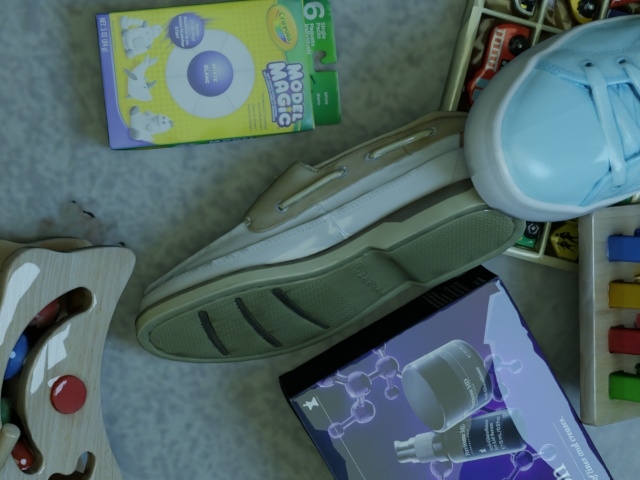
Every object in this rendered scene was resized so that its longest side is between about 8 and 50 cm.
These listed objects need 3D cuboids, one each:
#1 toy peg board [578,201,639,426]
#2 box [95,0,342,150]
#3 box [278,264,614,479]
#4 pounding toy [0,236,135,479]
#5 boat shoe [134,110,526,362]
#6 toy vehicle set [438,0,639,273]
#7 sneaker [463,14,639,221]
[{"bbox_3d":[0.273,0.052,1.356,0.161,0.079,0.160,-6,97,-44],"label":"toy peg board"},{"bbox_3d":[-0.074,-0.127,1.362,0.179,0.043,0.105,-7,96,-7],"label":"box"},{"bbox_3d":[0.112,0.177,1.381,0.184,0.103,0.261,-30,97,0],"label":"box"},{"bbox_3d":[-0.191,0.128,1.296,0.154,0.155,0.269,23,81,-37],"label":"pounding toy"},{"bbox_3d":[0.000,0.000,1.351,0.302,0.113,0.103,-20,56,10],"label":"boat shoe"},{"bbox_3d":[0.182,-0.116,1.393,0.166,0.035,0.266,14,93,-8],"label":"toy vehicle set"},{"bbox_3d":[0.272,-0.116,1.285,0.366,0.150,0.135,-22,92,-29],"label":"sneaker"}]
